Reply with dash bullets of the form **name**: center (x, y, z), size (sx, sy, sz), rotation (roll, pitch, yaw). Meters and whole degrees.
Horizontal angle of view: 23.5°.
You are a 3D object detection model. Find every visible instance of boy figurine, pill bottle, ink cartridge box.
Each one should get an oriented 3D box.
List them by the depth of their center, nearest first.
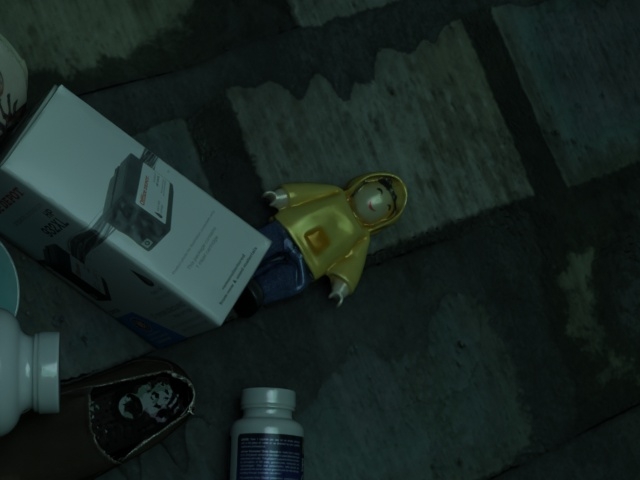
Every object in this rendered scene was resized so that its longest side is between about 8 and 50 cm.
- **pill bottle**: center (-0.420, 0.145, 1.691), size (0.264, 0.146, 0.146), rotation (1, 78, -8)
- **ink cartridge box**: center (-0.245, -0.020, 1.805), size (0.307, 0.223, 0.129), rotation (37, 67, -14)
- **pill bottle**: center (-0.067, 0.270, 1.901), size (0.094, 0.094, 0.169), rotation (8, 76, -25)
- **boy figurine**: center (0.000, 0.000, 1.998), size (0.285, 0.092, 0.177), rotation (-27, 89, -25)

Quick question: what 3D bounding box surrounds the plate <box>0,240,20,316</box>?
- **plate**: center (-0.447, 0.060, 1.802), size (0.188, 0.024, 0.188), rotation (6, 76, -24)

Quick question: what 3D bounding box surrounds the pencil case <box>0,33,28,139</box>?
- **pencil case**: center (-0.500, -0.074, 1.673), size (0.410, 0.183, 0.160), rotation (-53, 129, -31)

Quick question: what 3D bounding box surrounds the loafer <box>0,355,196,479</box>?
- **loafer**: center (-0.298, 0.225, 1.777), size (0.366, 0.130, 0.134), rotation (-29, 92, -28)
